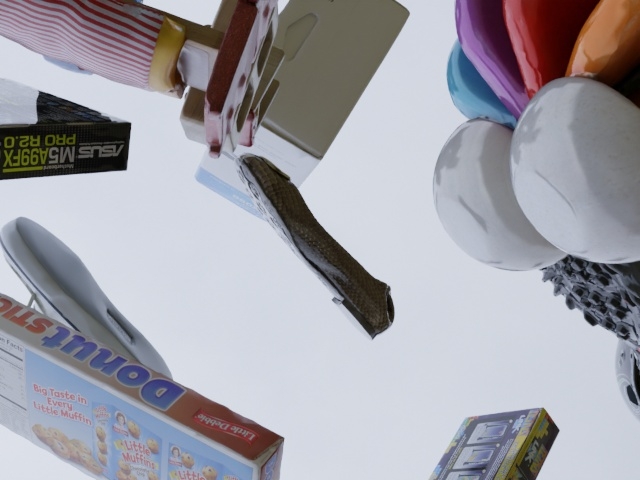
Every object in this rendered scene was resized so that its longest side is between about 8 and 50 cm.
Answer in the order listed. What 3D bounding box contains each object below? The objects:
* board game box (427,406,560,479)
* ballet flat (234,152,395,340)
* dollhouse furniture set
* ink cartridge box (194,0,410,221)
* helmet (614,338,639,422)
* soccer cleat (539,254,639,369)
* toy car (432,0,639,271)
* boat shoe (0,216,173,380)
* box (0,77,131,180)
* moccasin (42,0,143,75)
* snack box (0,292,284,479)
[{"bbox_3d":[0.222,0.301,1.202,0.048,0.141,0.170,55,-131,-15],"label":"board game box"},{"bbox_3d":[0.000,0.000,0.963,0.058,0.084,0.250,-41,-78,-9],"label":"ballet flat"},{"bbox_3d":[-0.142,-0.144,0.701,0.201,0.374,0.152,19,-100,-2],"label":"dollhouse furniture set"},{"bbox_3d":[-0.044,-0.223,1.447,0.166,0.395,0.285,32,-107,-6],"label":"ink cartridge box"},{"bbox_3d":[0.422,0.148,1.052,0.161,0.169,0.169,-8,-101,-74],"label":"helmet"},{"bbox_3d":[0.264,0.033,0.671,0.318,0.109,0.116,41,-101,-30],"label":"soccer cleat"},{"bbox_3d":[0.115,-0.077,0.379,0.159,0.182,0.136,-37,-84,-14],"label":"toy car"},{"bbox_3d":[-0.391,0.138,1.376,0.367,0.156,0.136,54,-173,-27],"label":"boat shoe"},{"bbox_3d":[-0.381,-0.132,1.020,0.216,0.270,0.060,-12,-64,-49],"label":"box"},{"bbox_3d":[-0.316,-0.333,1.214,0.138,0.342,0.116,20,-107,-25],"label":"moccasin"},{"bbox_3d":[-0.099,0.076,0.400,0.022,0.178,0.064,-41,-33,-49],"label":"snack box"}]
